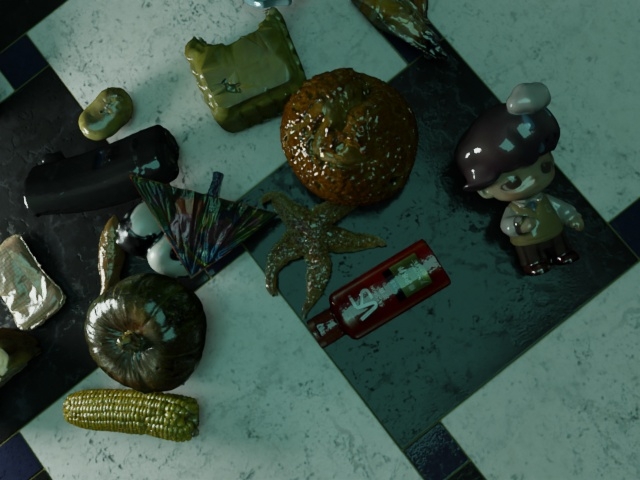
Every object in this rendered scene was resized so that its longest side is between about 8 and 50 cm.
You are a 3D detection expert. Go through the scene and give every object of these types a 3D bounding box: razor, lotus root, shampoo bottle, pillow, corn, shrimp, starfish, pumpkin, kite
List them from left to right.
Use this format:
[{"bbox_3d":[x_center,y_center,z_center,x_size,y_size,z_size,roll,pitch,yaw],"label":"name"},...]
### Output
[{"bbox_3d":[-0.748,0.290,1.263,0.138,0.119,0.235,43,90,1],"label":"lotus root"},{"bbox_3d":[-0.685,0.098,1.322,0.135,0.034,0.211,-40,84,-2],"label":"pillow"},{"bbox_3d":[-0.473,-0.148,1.267,0.327,0.107,0.189,-15,39,2],"label":"razor"},{"bbox_3d":[-0.410,0.369,1.241,0.313,0.102,0.102,5,84,4],"label":"corn"},{"bbox_3d":[-0.364,0.191,1.192,0.260,0.189,0.260,2,103,9],"label":"pumpkin"},{"bbox_3d":[-0.252,-0.035,1.207,0.321,0.016,0.234,14,85,-18],"label":"kite"},{"bbox_3d":[0.000,-0.001,1.271,0.302,0.060,0.299,-21,81,1],"label":"starfish"},{"bbox_3d":[0.120,0.122,1.239,0.314,0.076,0.118,-31,87,1],"label":"shampoo bottle"},{"bbox_3d":[0.197,-0.531,1.311,0.164,0.062,0.317,-43,80,-4],"label":"shrimp"}]

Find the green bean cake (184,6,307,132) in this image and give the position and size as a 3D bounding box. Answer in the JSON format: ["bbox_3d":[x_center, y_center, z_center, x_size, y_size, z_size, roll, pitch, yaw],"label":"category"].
[{"bbox_3d":[-0.162,-0.387,1.289,0.236,0.124,0.233,-23,83,2],"label":"green bean cake"}]

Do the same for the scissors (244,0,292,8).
[{"bbox_3d":[-0.205,-0.599,1.330,0.360,0.029,0.191,20,45,17],"label":"scissors"}]

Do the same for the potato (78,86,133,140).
[{"bbox_3d":[-0.493,-0.292,1.330,0.091,0.070,0.138,45,90,2],"label":"potato"}]

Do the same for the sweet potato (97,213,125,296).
[{"bbox_3d":[-0.475,0.043,1.303,0.068,0.060,0.206,1,84,42],"label":"sweet potato"}]

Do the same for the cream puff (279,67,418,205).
[{"bbox_3d":[0.062,-0.223,1.206,0.303,0.212,0.303,0,79,0],"label":"cream puff"}]

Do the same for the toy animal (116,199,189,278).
[{"bbox_3d":[-0.332,-0.011,1.254,0.179,0.138,0.166,33,61,-1],"label":"toy animal"}]

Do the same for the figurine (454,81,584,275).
[{"bbox_3d":[0.412,-0.109,1.179,0.218,0.206,0.365,-22,85,16],"label":"figurine"}]
